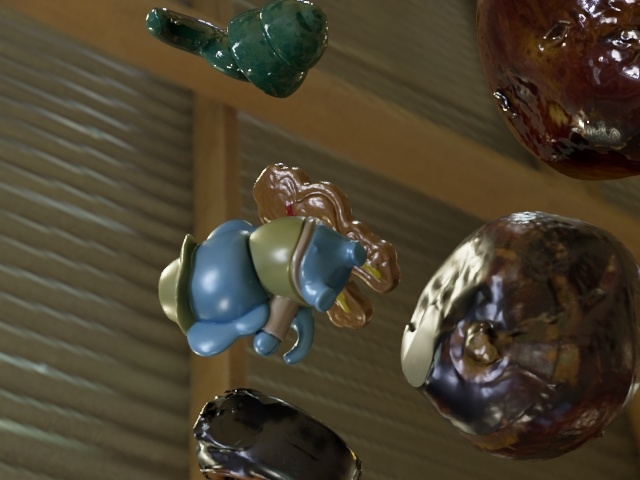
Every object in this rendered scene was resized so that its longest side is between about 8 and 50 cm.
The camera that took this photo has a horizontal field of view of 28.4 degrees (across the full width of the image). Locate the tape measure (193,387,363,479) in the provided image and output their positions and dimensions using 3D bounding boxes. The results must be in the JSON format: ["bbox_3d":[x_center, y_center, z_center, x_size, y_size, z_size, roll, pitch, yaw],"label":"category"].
[{"bbox_3d":[-0.056,0.281,1.636,0.223,0.202,0.135,23,-115,11],"label":"tape measure"}]

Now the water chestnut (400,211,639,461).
[{"bbox_3d":[0.299,0.134,1.692,0.347,0.335,0.335,20,-146,-38],"label":"water chestnut"}]

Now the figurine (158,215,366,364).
[{"bbox_3d":[-0.078,0.058,1.548,0.262,0.180,0.154,2,174,32],"label":"figurine"}]

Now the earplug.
[{"bbox_3d":[-0.124,-0.352,2.152,0.257,0.280,0.164,55,-150,-22],"label":"earplug"}]

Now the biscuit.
[{"bbox_3d":[-0.002,0.001,2.024,0.295,0.186,0.044,45,-147,18],"label":"biscuit"}]

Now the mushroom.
[{"bbox_3d":[0.313,-0.198,1.233,0.260,0.345,0.345,-10,-129,-31],"label":"mushroom"}]
